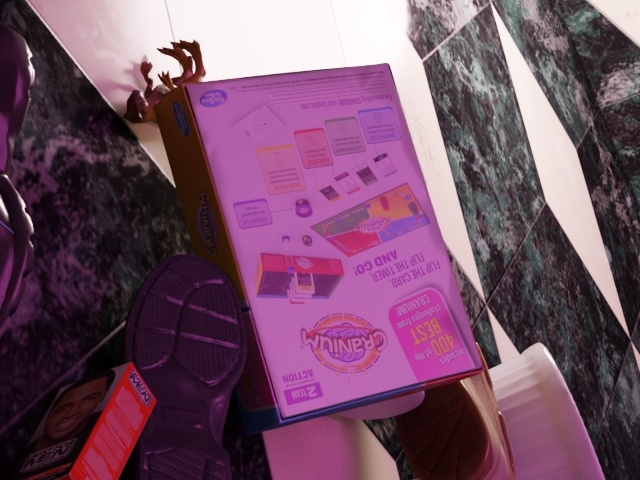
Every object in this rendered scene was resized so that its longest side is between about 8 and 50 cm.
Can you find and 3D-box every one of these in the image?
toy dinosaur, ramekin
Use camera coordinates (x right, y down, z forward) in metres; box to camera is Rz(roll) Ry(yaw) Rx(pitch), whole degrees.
[{"bbox_3d":[-0.130,-0.133,1.532,0.211,0.064,0.112,9,81,-54],"label":"toy dinosaur"},{"bbox_3d":[0.242,0.269,1.822,0.277,0.135,0.277,-20,90,-90],"label":"ramekin"}]

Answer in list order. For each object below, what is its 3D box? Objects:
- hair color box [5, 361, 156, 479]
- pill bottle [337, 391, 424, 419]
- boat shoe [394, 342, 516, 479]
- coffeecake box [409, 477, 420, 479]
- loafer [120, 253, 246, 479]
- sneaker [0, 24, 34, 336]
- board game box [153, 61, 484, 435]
[{"bbox_3d":[-0.178,0.154,1.162,0.043,0.072,0.141,60,24,-20],"label":"hair color box"},{"bbox_3d":[0.048,0.075,1.663,0.119,0.119,0.209,37,40,-52],"label":"pill bottle"},{"bbox_3d":[0.125,0.155,1.725,0.110,0.121,0.341,44,22,-42],"label":"boat shoe"},{"bbox_3d":[0.124,0.365,1.665,0.142,0.068,0.186,47,33,-44],"label":"coffeecake box"},{"bbox_3d":[-0.126,0.145,1.292,0.109,0.095,0.303,18,43,-20],"label":"loafer"},{"bbox_3d":[-0.269,-0.041,1.122,0.106,0.101,0.267,15,56,-36],"label":"sneaker"},{"bbox_3d":[0.000,0.000,1.463,0.242,0.064,0.317,-9,79,-35],"label":"board game box"}]
